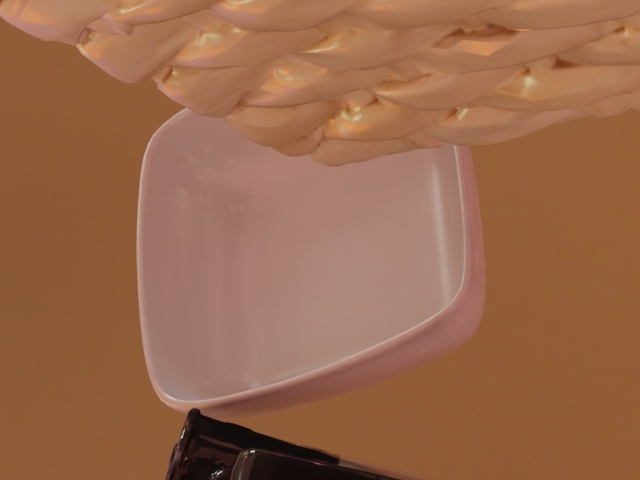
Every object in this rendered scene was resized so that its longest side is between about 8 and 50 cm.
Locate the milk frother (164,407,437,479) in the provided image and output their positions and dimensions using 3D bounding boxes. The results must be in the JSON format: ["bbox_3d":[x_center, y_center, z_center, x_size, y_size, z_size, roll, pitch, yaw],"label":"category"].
[{"bbox_3d":[0.000,0.141,0.552,0.135,0.129,0.143,14,-97,1],"label":"milk frother"}]

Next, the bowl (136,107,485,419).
[{"bbox_3d":[0.000,0.000,0.638,0.142,0.053,0.142,-19,-125,21],"label":"bowl"}]

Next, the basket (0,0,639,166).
[{"bbox_3d":[0.028,-0.193,0.329,0.331,0.328,0.266,-6,-107,39],"label":"basket"}]
